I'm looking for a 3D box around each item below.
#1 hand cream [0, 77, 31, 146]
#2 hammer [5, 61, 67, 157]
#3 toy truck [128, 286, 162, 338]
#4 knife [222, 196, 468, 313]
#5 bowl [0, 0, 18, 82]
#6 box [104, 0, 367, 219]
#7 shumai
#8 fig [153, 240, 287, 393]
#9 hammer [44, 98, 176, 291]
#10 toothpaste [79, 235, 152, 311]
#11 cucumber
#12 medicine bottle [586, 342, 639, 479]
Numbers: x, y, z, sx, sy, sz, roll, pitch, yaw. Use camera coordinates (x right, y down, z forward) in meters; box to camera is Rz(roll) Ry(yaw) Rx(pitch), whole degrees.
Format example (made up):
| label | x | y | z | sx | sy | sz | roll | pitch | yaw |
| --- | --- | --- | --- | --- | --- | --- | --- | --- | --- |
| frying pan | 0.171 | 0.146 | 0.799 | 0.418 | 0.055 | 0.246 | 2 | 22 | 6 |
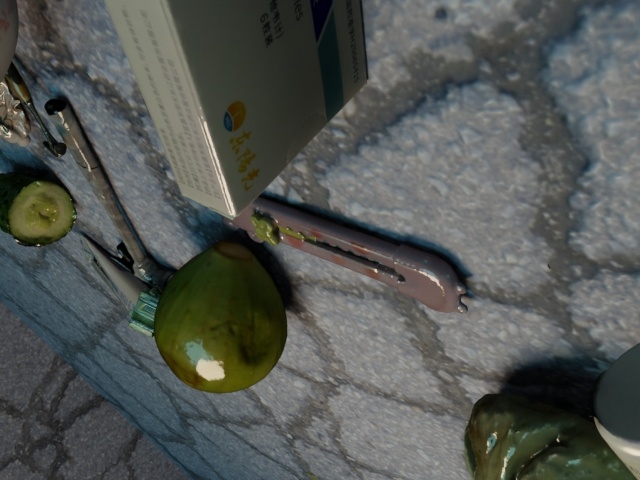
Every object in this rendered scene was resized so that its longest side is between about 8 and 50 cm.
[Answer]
| label | x | y | z | sx | sy | sz | roll | pitch | yaw |
| --- | --- | --- | --- | --- | --- | --- | --- | --- | --- |
| hand cream | -0.530 | -0.236 | 1.095 | 0.050 | 0.084 | 0.257 | 33 | 155 | 26 |
| hammer | -0.445 | -0.216 | 1.039 | 0.078 | 0.021 | 0.201 | 9 | 128 | 61 |
| toy truck | -0.316 | 0.135 | 1.313 | 0.067 | 0.081 | 0.175 | 28 | 176 | -4 |
| knife | 0.000 | 0.001 | 0.868 | 0.399 | 0.038 | 0.132 | 20 | 148 | 29 |
| bowl | -0.472 | -0.322 | 0.821 | 0.346 | 0.157 | 0.345 | 29 | 150 | 18 |
| box | -0.058 | -0.200 | 0.486 | 0.065 | 0.200 | 0.343 | 25 | 149 | 27 |
| shumai | 0.255 | 0.356 | 0.811 | 0.309 | 0.263 | 0.304 | 44 | 158 | -26 |
| fig | -0.151 | 0.121 | 1.039 | 0.207 | 0.207 | 0.230 | 32 | 151 | 13 |
| hammer | -0.355 | -0.064 | 1.177 | 0.152 | 0.044 | 0.426 | 23 | 146 | 27 |
| toothpaste | -0.397 | 0.107 | 1.445 | 0.299 | 0.073 | 0.114 | 40 | 152 | 14 |
| cucumber | -0.591 | -0.079 | 1.349 | 0.244 | 0.134 | 0.134 | 24 | 149 | 43 |
| medicine bottle | 0.379 | 0.215 | 0.636 | 0.258 | 0.143 | 0.143 | 48 | 150 | -17 |
